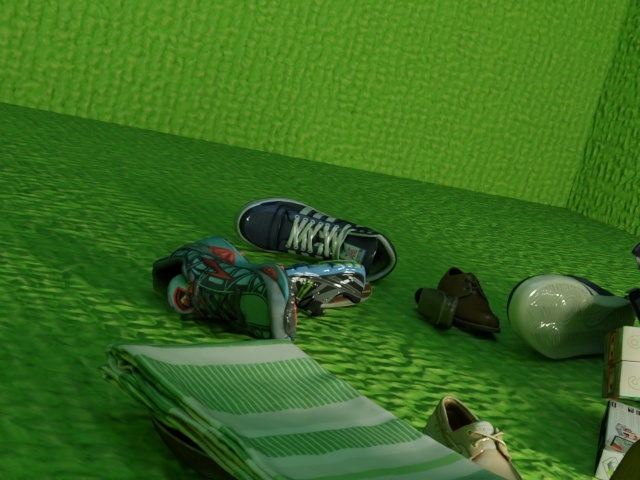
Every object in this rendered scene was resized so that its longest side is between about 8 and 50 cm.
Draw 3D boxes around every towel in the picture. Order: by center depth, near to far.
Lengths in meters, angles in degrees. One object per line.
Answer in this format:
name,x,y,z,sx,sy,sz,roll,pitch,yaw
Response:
towel,-0.010,0.161,0.873,0.248,0.038,0.325,5,15,-46

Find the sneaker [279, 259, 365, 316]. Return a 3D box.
sneaker,-0.025,0.071,1.404,0.188,0.078,0.067,-4,5,-15

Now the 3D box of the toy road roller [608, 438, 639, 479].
toy road roller,0.265,0.210,0.629,0.241,0.202,0.329,28,11,1

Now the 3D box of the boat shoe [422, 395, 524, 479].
boat shoe,0.153,0.206,0.992,0.063,0.059,0.170,10,12,-25

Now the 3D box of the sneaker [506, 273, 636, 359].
sneaker,0.369,0.110,1.605,0.148,0.131,0.350,27,6,41

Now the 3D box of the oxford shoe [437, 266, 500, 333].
oxford shoe,0.239,0.095,1.630,0.076,0.076,0.212,13,13,-18

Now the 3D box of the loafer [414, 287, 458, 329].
loafer,0.178,0.104,1.563,0.050,0.056,0.148,13,1,-6

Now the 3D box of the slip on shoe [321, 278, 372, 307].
slip on shoe,0.013,0.079,1.506,0.135,0.051,0.041,-3,-20,-35

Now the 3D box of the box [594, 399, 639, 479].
box,0.383,0.245,1.161,0.114,0.036,0.207,18,11,16

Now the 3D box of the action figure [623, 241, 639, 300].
action figure,0.589,0.106,1.667,0.099,0.285,0.185,-40,47,-22

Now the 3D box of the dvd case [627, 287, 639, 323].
dvd case,0.540,0.170,1.515,0.179,0.029,0.239,52,14,1

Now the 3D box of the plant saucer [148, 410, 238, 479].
plant saucer,-0.062,0.179,0.902,0.199,0.036,0.198,14,10,-3

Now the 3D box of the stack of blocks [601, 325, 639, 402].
stack of blocks,0.509,0.165,1.216,0.297,0.087,0.171,6,-11,8

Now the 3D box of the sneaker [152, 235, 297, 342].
sneaker,-0.128,0.075,1.253,0.125,0.104,0.262,-13,21,-31

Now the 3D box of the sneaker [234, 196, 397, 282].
sneaker,0.000,0.000,1.722,0.282,0.099,0.153,13,9,-24
